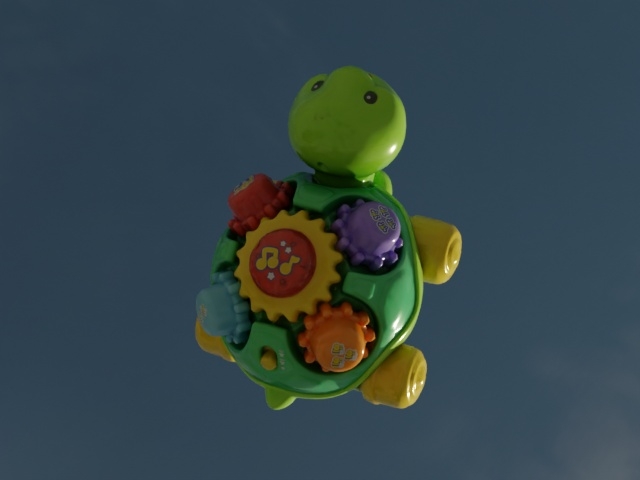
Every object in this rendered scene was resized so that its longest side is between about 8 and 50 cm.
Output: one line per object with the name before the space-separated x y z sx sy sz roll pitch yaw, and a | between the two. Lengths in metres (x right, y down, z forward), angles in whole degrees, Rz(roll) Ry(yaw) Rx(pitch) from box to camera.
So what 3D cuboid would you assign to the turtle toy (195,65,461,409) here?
turtle toy | 0.000 0.000 0.643 0.095 0.066 0.130 14 -98 23
